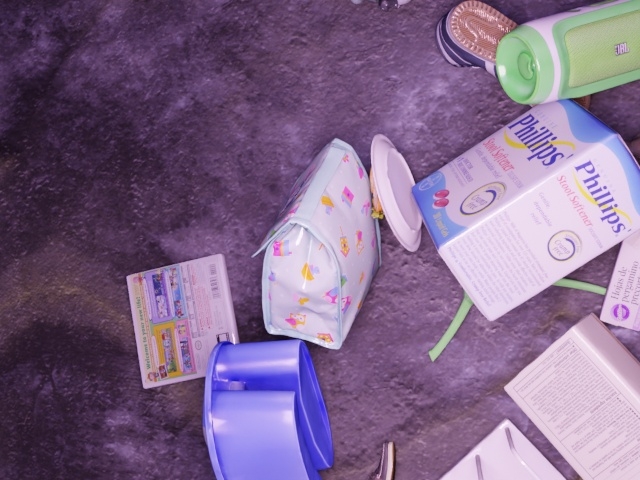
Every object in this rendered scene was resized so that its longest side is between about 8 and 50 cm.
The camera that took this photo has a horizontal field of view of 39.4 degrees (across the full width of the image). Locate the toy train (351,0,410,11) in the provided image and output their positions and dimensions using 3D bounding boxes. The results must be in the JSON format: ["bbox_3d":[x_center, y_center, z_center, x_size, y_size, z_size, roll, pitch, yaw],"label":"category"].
[{"bbox_3d":[0.032,-0.522,1.578,0.334,0.142,0.190,18,100,16],"label":"toy train"}]

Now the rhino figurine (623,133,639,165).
[{"bbox_3d":[0.550,-0.065,1.393,0.106,0.073,0.243,-32,77,14],"label":"rhino figurine"}]

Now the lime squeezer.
[{"bbox_3d":[0.304,0.093,1.452,0.310,0.059,0.110,-22,77,12],"label":"lime squeezer"}]

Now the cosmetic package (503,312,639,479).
[{"bbox_3d":[0.445,0.279,1.335,0.309,0.113,0.160,50,119,15],"label":"cosmetic package"}]

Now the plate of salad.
[{"bbox_3d":[0.116,-0.075,1.455,0.048,0.200,0.199,-18,78,22],"label":"plate of salad"}]

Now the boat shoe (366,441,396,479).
[{"bbox_3d":[0.095,0.405,1.471,0.049,0.056,0.152,6,85,12],"label":"boat shoe"}]

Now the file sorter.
[{"bbox_3d":[0.253,0.446,1.342,0.278,0.173,0.193,-44,86,6],"label":"file sorter"}]

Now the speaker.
[{"bbox_3d":[0.421,-0.297,1.369,0.297,0.131,0.131,-19,76,-19],"label":"speaker"}]

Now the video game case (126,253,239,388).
[{"bbox_3d":[-0.247,0.147,1.622,0.193,0.023,0.212,-13,80,14],"label":"video game case"}]

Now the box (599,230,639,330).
[{"bbox_3d":[0.494,-0.027,1.344,0.063,0.067,0.324,16,108,16],"label":"box"}]

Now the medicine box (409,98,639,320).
[{"bbox_3d":[0.309,-0.061,1.346,0.289,0.263,0.149,-34,110,10],"label":"medicine box"}]

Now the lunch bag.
[{"bbox_3d":[0.000,0.000,1.408,0.160,0.262,0.223,10,43,17],"label":"lunch bag"}]

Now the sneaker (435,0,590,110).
[{"bbox_3d":[0.313,-0.295,1.489,0.282,0.153,0.099,34,91,-13],"label":"sneaker"}]

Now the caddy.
[{"bbox_3d":[-0.094,0.310,1.407,0.179,0.241,0.341,-8,126,10],"label":"caddy"}]
